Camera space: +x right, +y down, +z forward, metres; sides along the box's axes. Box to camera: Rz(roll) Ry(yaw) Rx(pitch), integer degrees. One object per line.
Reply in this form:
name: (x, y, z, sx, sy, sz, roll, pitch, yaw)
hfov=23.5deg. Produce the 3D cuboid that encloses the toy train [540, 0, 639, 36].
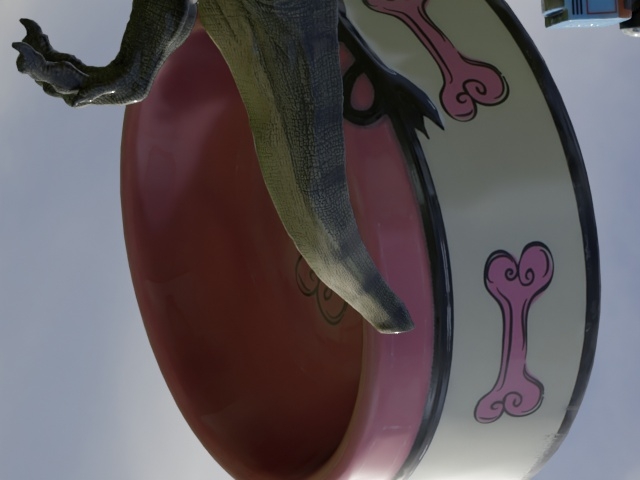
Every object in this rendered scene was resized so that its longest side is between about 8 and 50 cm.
toy train: (0.224, -0.252, 1.214, 0.080, 0.105, 0.184, -169, -105, -78)

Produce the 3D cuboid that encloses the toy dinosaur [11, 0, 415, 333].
toy dinosaur: (-0.038, -0.090, 0.464, 0.064, 0.118, 0.268, -96, -179, -73)

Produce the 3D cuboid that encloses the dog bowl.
dog bowl: (0.000, 0.000, 1.061, 0.408, 0.150, 0.408, 27, -57, 53)
